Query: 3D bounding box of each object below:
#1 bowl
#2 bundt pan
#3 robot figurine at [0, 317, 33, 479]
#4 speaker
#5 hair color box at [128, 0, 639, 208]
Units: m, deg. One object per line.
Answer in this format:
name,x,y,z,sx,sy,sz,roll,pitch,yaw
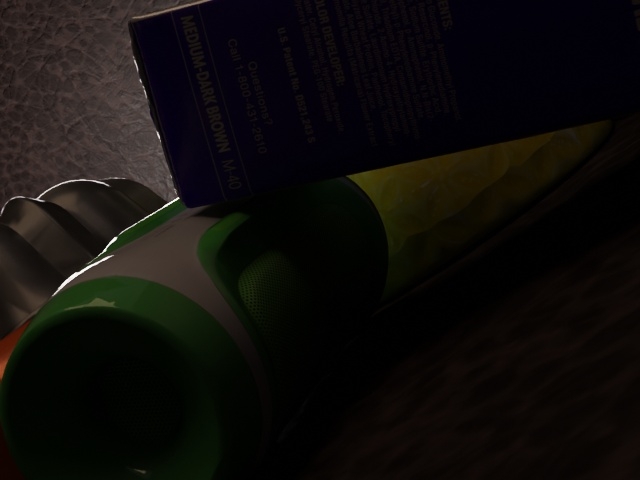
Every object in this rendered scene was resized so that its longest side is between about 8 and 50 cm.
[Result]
bowl,0.057,-0.071,0.896,0.289,0.156,0.289,-34,4,2
bundt pan,-0.230,0.075,0.976,0.331,0.124,0.331,-39,-17,-14
robot figurine,-0.147,0.096,0.790,0.219,0.128,0.158,-37,-28,-31
speaker,-0.048,0.039,0.636,0.131,0.131,0.296,-34,4,22
hair color box,0.099,-0.114,0.611,0.339,0.110,0.185,-13,11,20
